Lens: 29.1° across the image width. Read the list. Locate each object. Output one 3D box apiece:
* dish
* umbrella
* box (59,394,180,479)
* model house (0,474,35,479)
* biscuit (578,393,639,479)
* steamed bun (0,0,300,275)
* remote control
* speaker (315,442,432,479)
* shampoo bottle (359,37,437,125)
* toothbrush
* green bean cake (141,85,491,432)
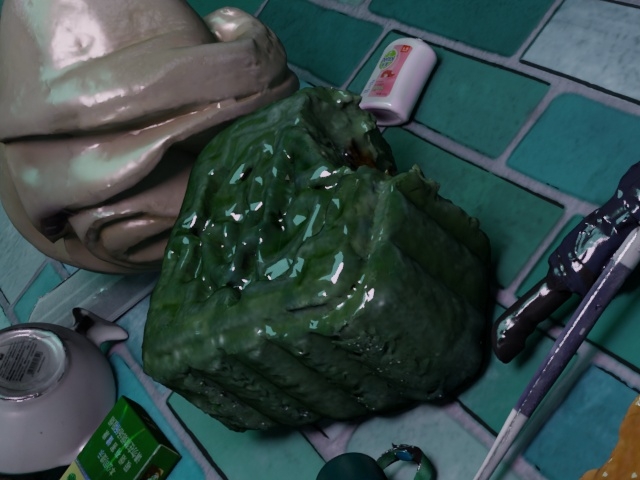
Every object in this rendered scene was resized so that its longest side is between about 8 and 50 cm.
[{"bbox_3d":[-0.324,0.150,1.398,0.224,0.078,0.246,23,52,19],"label":"dish"},{"bbox_3d":[0.220,0.000,0.951,0.248,0.071,0.071,-40,34,13],"label":"umbrella"},{"bbox_3d":[-0.248,0.288,1.301,0.235,0.034,0.132,-54,32,-1],"label":"box"},{"bbox_3d":[-0.381,0.293,1.407,0.088,0.101,0.100,-48,36,12],"label":"model house"},{"bbox_3d":[0.220,0.221,0.761,0.202,0.044,0.288,-17,45,43],"label":"biscuit"},{"bbox_3d":[-0.205,-0.098,1.363,0.367,0.343,0.255,122,150,-56],"label":"steamed bun"},{"bbox_3d":[-0.280,0.063,1.549,0.247,0.052,0.104,-37,36,18],"label":"remote control"},{"bbox_3d":[0.047,0.206,0.998,0.095,0.060,0.075,-17,33,-9],"label":"speaker"},{"bbox_3d":[0.084,-0.173,1.320,0.072,0.043,0.099,5,63,54],"label":"shampoo bottle"},{"bbox_3d":[0.163,0.111,0.930,0.288,0.024,0.026,-57,29,7],"label":"toothbrush"},{"bbox_3d":[0.000,0.000,1.120,0.300,0.169,0.307,-18,46,37],"label":"green bean cake"}]
